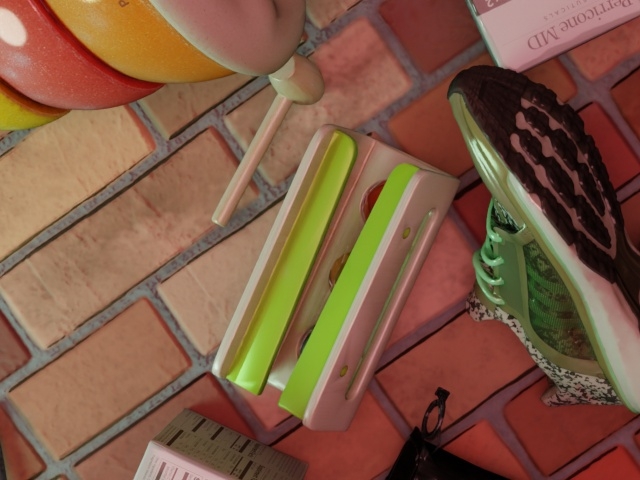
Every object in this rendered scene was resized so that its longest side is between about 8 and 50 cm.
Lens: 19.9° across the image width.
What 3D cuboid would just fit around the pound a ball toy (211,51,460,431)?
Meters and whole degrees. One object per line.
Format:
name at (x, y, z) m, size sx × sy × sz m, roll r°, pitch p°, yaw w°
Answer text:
pound a ball toy at (0.000, 0.000, 1.797) m, size 0.208 × 0.136 × 0.319 m, roll 27°, pitch 97°, yaw 27°

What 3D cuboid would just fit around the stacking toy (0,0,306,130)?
stacking toy at (-0.286, -0.225, 1.729) m, size 0.480 × 0.350 × 0.350 m, roll -27°, pitch 93°, yaw 22°

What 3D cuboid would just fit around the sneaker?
sneaker at (0.197, 0.025, 1.716) m, size 0.182 × 0.158 × 0.410 m, roll -18°, pitch 117°, yaw 30°

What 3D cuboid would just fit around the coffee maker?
coffee maker at (0.158, 0.264, 1.784) m, size 0.178 × 0.120 × 0.171 m, roll 22°, pitch 121°, yaw -9°

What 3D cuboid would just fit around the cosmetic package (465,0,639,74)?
cosmetic package at (0.202, -0.266, 1.731) m, size 0.151 × 0.151 × 0.184 m, roll -26°, pitch 93°, yaw 7°

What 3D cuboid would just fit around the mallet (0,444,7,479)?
mallet at (-0.316, 0.262, 1.872) m, size 0.062 × 0.039 × 0.190 m, roll -4°, pitch 91°, yaw 5°

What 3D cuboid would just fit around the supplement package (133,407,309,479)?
supplement package at (-0.134, 0.323, 1.778) m, size 0.145 × 0.204 × 0.262 m, roll 25°, pitch 96°, yaw 3°
